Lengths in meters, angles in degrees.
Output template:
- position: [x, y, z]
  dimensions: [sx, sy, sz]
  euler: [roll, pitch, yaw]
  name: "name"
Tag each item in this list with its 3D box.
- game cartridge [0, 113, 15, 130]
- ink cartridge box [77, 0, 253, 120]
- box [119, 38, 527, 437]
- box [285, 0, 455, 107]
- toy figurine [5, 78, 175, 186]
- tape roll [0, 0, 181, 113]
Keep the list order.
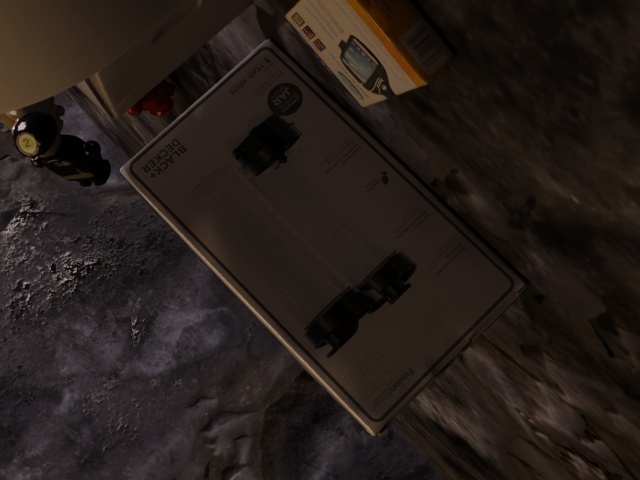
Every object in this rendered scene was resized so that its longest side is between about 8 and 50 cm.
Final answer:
- position: [-0.487, -0.356, 1.296]
  dimensions: [0.285, 0.053, 0.323]
  euler: [58, -162, -53]
  name: "game cartridge"
- position: [-0.169, -0.210, 0.656]
  dimensions: [0.203, 0.148, 0.086]
  euler: [45, 170, 11]
  name: "ink cartridge box"
- position: [0.000, 0.000, 0.739]
  dimensions: [0.290, 0.169, 0.087]
  euler: [44, 170, 10]
  name: "box"
- position: [0.024, -0.123, 0.552]
  dimensions: [0.081, 0.028, 0.136]
  euler: [48, 173, -11]
  name: "box"
- position: [-0.324, -0.200, 1.191]
  dimensions: [0.209, 0.213, 0.148]
  euler: [46, -176, 31]
  name: "toy figurine"
- position: [-0.191, -0.207, 0.477]
  dimensions: [0.246, 0.246, 0.169]
  euler: [39, 168, 37]
  name: "tape roll"
